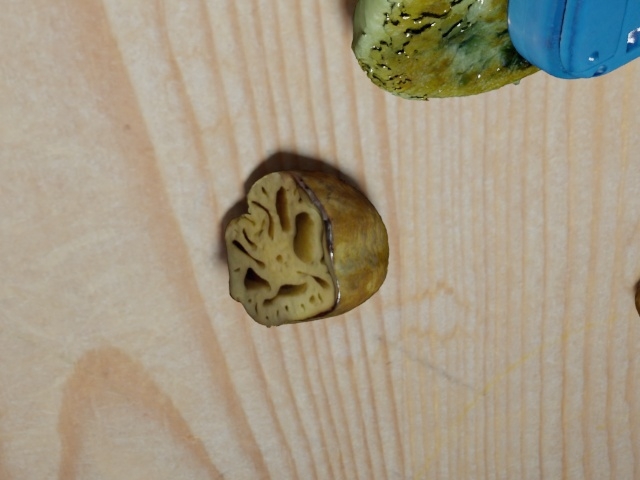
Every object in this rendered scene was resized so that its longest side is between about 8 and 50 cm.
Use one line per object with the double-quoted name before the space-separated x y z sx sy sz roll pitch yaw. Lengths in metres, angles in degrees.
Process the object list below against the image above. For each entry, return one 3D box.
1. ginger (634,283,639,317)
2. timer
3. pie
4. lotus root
"ginger" 0.614 0.112 2.298 0.321 0.172 0.165 12 92 -26
"timer" 0.337 -0.339 1.665 0.309 0.115 0.340 -30 141 -28
"pie" 0.181 -0.263 1.801 0.371 0.078 0.296 7 143 -45
"lotus root" -0.001 0.000 2.020 0.188 0.199 0.180 -6 -173 44
